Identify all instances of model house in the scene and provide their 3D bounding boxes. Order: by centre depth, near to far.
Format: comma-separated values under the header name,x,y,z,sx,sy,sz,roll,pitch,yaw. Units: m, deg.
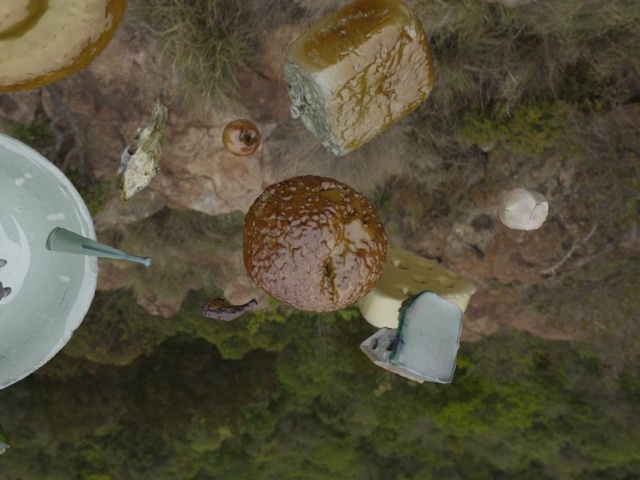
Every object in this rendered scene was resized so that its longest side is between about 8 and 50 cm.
name,x,y,z,sx,sy,sz,roll,pitch,yaw
model house,0.110,0.118,0.675,0.088,0.100,0.100,24,161,-21

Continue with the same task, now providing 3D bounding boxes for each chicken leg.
name,x,y,z,sx,sy,sz,roll,pitch,yaw
chicken leg,-0.236,0.177,1.399,0.145,0.062,0.037,2,161,8

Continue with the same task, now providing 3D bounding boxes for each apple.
name,x,y,z,sx,sy,sz,roll,pitch,yaw
apple,-0.169,-0.217,1.150,0.071,0.084,0.084,0,140,45

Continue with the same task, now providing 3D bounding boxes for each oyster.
name,x,y,z,sx,sy,sz,roll,pitch,yaw
oyster,-0.338,-0.183,1.071,0.072,0.209,0.133,27,129,-17

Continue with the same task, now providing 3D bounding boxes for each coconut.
name,x,y,z,sx,sy,sz,roll,pitch,yaw
coconut,0.500,-0.077,1.345,0.125,0.110,0.110,-5,138,-34

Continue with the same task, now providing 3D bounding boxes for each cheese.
name,x,y,z,sx,sy,sz,roll,pitch,yaw
cheese,0.271,0.130,1.570,0.384,0.384,0.104,12,115,-9

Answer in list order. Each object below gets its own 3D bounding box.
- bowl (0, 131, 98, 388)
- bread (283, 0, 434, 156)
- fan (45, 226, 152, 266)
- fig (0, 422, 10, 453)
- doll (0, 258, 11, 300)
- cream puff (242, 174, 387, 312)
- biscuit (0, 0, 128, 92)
name,x,y,z,sx,sy,sz,roll,pitch,yaw
bowl,-0.615,0.031,0.887,0.196,0.434,0.435,2,144,50
bread,0.044,-0.275,0.896,0.246,0.176,0.195,-37,140,-11
fan,-0.342,0.016,0.860,0.016,0.038,0.193,23,180,32
fig,-0.628,0.333,0.958,0.156,0.123,0.123,23,131,9
doll,-0.289,0.062,0.446,0.039,0.114,0.057,6,151,-11
cream puff,0.000,0.000,1.100,0.303,0.302,0.212,24,156,-18
biscuit,-0.304,-0.219,0.462,0.274,0.091,0.213,-5,144,-19
